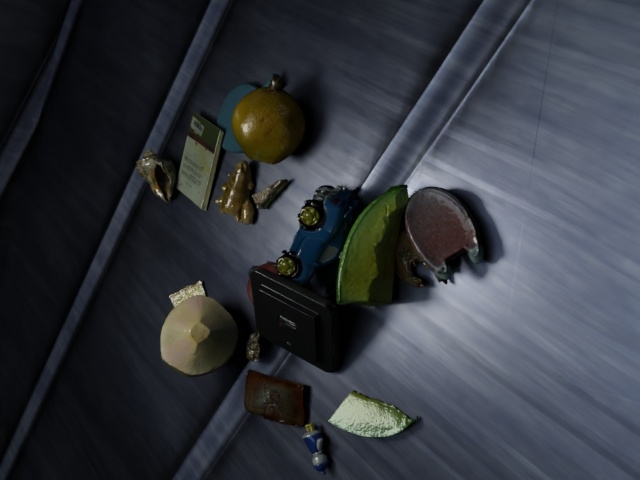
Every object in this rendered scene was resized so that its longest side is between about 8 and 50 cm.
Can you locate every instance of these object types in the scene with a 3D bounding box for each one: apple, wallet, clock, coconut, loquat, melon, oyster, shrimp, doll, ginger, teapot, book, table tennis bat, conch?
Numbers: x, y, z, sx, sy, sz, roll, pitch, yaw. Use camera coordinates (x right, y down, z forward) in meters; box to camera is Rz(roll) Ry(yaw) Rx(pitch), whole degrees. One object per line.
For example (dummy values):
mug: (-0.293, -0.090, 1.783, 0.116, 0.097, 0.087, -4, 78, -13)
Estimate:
apple: (-0.136, 0.137, 1.852, 0.153, 0.120, 0.153, 20, 130, 25)
wallet: (-0.135, 0.475, 1.912, 0.255, 0.031, 0.137, 2, 90, 43)
clock: (-0.075, 0.222, 1.732, 0.279, 0.049, 0.273, 24, 137, 27)
coconut: (-0.376, 0.300, 1.984, 0.259, 0.259, 0.259, -2, 87, 43)
loquat: (-0.145, -0.350, 1.836, 0.213, 0.213, 0.246, 34, 121, 38)
melon: (0.136, 0.011, 1.594, 0.124, 0.196, 0.323, 13, 91, 28)
oyster: (-0.199, 0.316, 1.940, 0.051, 0.103, 0.148, 15, 119, 1)
shrimp: (0.244, 0.052, 1.575, 0.187, 0.052, 0.132, 48, 131, 41)
doll: (-0.011, 0.581, 1.777, 0.099, 0.058, 0.143, -48, 57, 56)
ginger: (-0.266, -0.151, 2.021, 0.115, 0.081, 0.205, -3, 88, 37)
teapot: (-0.175, 0.099, 1.960, 0.083, 0.063, 0.049, 1, 121, 40)
book: (-0.418, -0.274, 2.186, 0.201, 0.026, 0.289, 37, 118, 40)
melon: (0.143, 0.456, 1.661, 0.262, 0.053, 0.114, -3, 68, 39)
table tennis bat: (-0.230, -0.412, 2.028, 0.329, 0.044, 0.215, -36, 64, 38)
conch: (-0.579, -0.230, 2.280, 0.155, 0.130, 0.207, -179, 73, -73)

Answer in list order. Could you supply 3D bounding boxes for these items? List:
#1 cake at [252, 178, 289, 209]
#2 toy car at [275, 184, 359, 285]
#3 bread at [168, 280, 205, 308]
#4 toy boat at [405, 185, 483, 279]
cake: (-0.147, -0.140, 1.932, 0.140, 0.051, 0.055, -27, 70, 41)
toy car: (0.000, 0.000, 1.720, 0.166, 0.198, 0.314, 29, 113, 6)
bread: (-0.448, 0.196, 2.178, 0.109, 0.080, 0.084, -39, 65, 37)
toy boat: (0.288, -0.023, 1.507, 0.155, 0.085, 0.227, -30, 69, 12)
